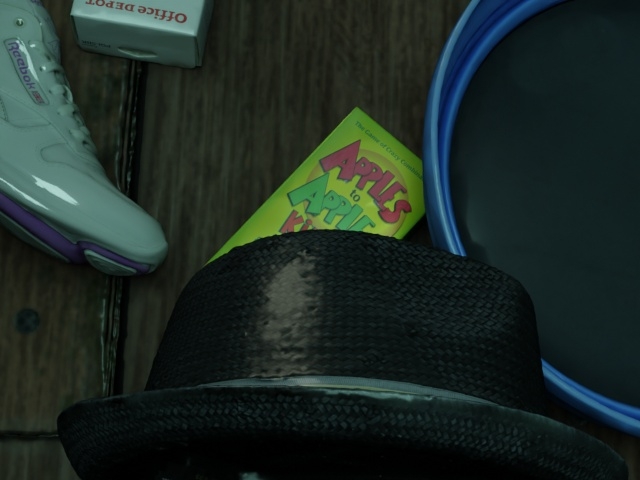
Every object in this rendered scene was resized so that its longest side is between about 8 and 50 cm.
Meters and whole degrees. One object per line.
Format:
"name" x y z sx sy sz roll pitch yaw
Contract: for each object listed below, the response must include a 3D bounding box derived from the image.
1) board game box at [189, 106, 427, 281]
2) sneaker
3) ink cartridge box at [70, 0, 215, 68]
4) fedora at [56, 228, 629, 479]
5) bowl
"board game box" 0.000 0.000 0.927 0.092 0.043 0.181 40 75 10
"sneaker" -0.216 -0.097 0.909 0.305 0.114 0.152 38 76 9
"ink cartridge box" -0.128 -0.210 0.979 0.099 0.056 0.135 9 72 -1
"fedora" 0.015 0.086 0.774 0.333 0.334 0.153 6 65 -1
"bowl" 0.256 -0.042 0.913 0.391 0.077 0.391 3 73 -10
